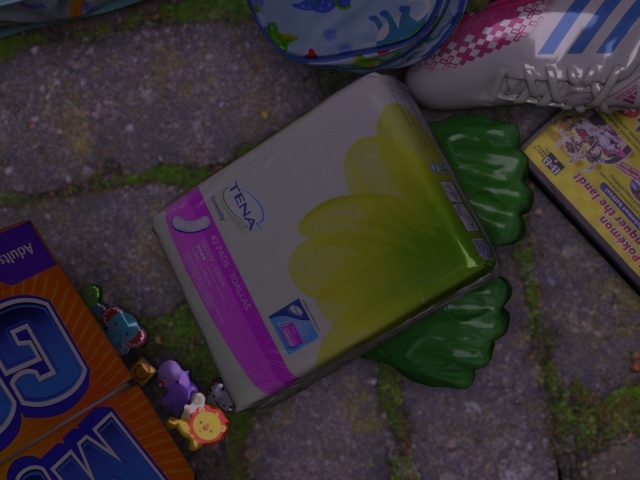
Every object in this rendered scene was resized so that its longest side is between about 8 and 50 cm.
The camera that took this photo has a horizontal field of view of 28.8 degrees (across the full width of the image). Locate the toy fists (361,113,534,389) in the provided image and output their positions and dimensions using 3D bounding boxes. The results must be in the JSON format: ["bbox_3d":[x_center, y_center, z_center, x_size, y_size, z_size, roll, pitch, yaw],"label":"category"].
[{"bbox_3d":[0.137,0.011,1.267,0.142,0.096,0.279,11,89,23],"label":"toy fists"}]

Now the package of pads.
[{"bbox_3d":[0.000,0.000,1.221,0.296,0.101,0.229,-31,75,18],"label":"package of pads"}]

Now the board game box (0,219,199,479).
[{"bbox_3d":[-0.373,0.258,1.084,0.356,0.356,0.356,-34,89,35],"label":"board game box"}]

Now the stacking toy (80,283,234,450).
[{"bbox_3d":[-0.171,0.116,1.242,0.221,0.167,0.052,42,90,3],"label":"stacking toy"}]

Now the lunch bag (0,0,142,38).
[{"bbox_3d":[-0.276,-0.337,1.261,0.262,0.160,0.223,-14,88,7],"label":"lunch bag"}]

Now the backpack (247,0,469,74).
[{"bbox_3d":[0.023,-0.335,1.168,0.290,0.273,0.355,-8,129,11],"label":"backpack"}]

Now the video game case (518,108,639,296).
[{"bbox_3d":[0.381,-0.073,1.299,0.248,0.035,0.275,-43,89,0],"label":"video game case"}]

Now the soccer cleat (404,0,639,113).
[{"bbox_3d":[0.247,-0.178,1.234,0.331,0.116,0.143,-19,64,10],"label":"soccer cleat"}]
